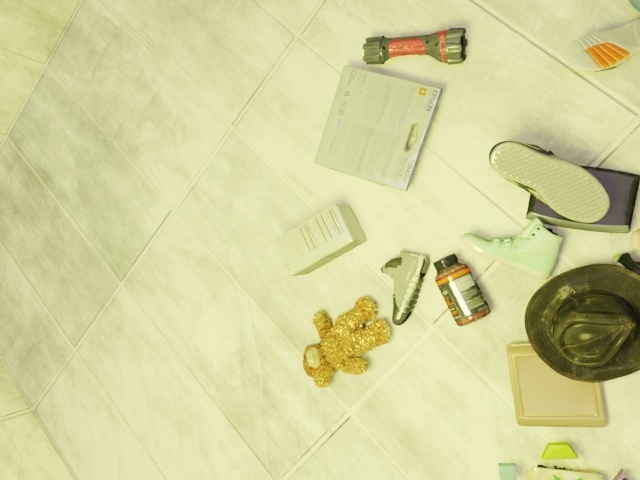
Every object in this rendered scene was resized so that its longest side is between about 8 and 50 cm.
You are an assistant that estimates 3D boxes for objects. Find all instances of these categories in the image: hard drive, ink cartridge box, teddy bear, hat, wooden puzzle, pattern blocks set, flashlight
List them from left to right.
[{"bbox_3d":[0.066,0.323,1.609,0.338,0.113,0.244,-23,78,23],"label":"teddy bear"},{"bbox_3d":[0.177,-0.348,1.586,0.330,0.071,0.323,22,98,20],"label":"ink cartridge box"},{"bbox_3d":[0.278,-0.572,1.522,0.304,0.103,0.103,4,94,24],"label":"flashlight"},{"bbox_3d":[0.637,0.389,1.382,0.221,0.044,0.238,-8,91,24],"label":"wooden puzzle"},{"bbox_3d":[0.646,0.671,1.338,0.325,0.026,0.285,-16,92,17],"label":"pattern blocks set"},{"bbox_3d":[0.692,-0.115,1.349,0.255,0.054,0.171,11,94,25],"label":"hard drive"},{"bbox_3d":[0.677,0.217,1.251,0.332,0.134,0.330,3,97,25],"label":"hat"}]

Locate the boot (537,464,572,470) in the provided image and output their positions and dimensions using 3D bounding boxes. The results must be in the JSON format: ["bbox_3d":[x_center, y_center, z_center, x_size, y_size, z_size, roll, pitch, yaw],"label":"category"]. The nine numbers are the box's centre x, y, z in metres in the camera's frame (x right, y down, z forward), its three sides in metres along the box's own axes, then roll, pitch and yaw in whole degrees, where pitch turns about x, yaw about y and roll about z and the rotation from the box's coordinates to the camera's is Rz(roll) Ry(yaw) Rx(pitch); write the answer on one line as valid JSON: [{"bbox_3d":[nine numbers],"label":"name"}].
[{"bbox_3d":[0.638,0.670,1.377,0.099,0.045,0.121,6,94,19],"label":"boot"}]

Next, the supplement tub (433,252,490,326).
[{"bbox_3d":[0.398,0.139,1.458,0.106,0.106,0.197,-29,77,22],"label":"supplement tub"}]

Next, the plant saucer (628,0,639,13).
[{"bbox_3d":[0.872,-0.642,1.273,0.195,0.037,0.194,-2,84,22],"label":"plant saucer"}]

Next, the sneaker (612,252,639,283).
[{"bbox_3d":[0.853,0.081,1.256,0.235,0.084,0.097,12,93,25],"label":"sneaker"}]

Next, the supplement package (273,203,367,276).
[{"bbox_3d":[0.000,0.000,1.626,0.244,0.139,0.133,-30,78,21],"label":"supplement package"}]

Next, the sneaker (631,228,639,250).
[{"bbox_3d":[0.832,-0.029,1.285,0.070,0.051,0.134,10,68,59],"label":"sneaker"}]

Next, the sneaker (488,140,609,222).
[{"bbox_3d":[0.586,-0.166,1.313,0.321,0.127,0.126,32,111,0],"label":"sneaker"}]

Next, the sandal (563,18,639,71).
[{"bbox_3d":[0.760,-0.492,1.315,0.266,0.076,0.101,-19,76,2],"label":"sandal"}]

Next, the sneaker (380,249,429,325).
[{"bbox_3d":[0.235,0.136,1.554,0.132,0.086,0.228,22,88,29],"label":"sneaker"}]

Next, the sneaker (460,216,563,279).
[{"bbox_3d":[0.529,-0.008,1.401,0.256,0.094,0.151,22,105,14],"label":"sneaker"}]
